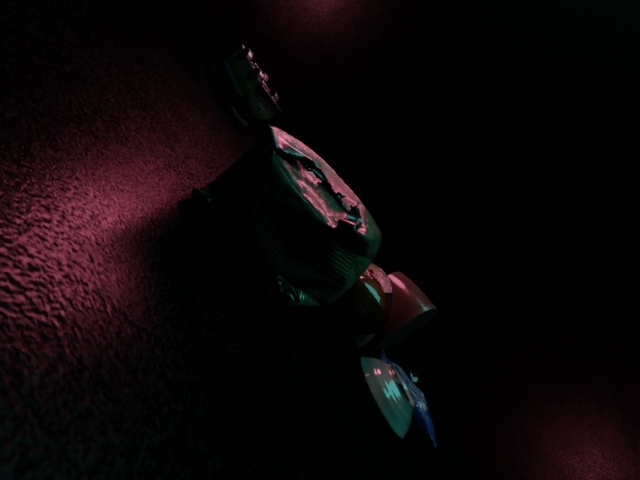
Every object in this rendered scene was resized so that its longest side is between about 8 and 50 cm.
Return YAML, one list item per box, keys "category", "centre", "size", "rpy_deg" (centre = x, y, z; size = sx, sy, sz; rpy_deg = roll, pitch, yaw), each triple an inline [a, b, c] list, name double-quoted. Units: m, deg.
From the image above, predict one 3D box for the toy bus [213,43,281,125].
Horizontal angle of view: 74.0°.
- category: "toy bus"
  centre: [-0.279, -0.569, 1.589]
  size: [0.143, 0.179, 0.305]
  rpy_deg: [48, 14, -54]

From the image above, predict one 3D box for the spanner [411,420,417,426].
- category: "spanner"
  centre: [0.357, 0.661, 1.661]
  size: [0.071, 0.018, 0.302]
  rpy_deg: [60, 7, 10]

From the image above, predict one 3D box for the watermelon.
- category: "watermelon"
  centre: [0.100, 0.202, 1.389]
  size: [0.212, 0.201, 0.261]
  rpy_deg: [-114, -145, -54]

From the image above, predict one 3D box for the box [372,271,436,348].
- category: "box"
  centre: [0.301, 0.280, 1.747]
  size: [0.216, 0.301, 0.301]
  rpy_deg: [58, 6, 25]

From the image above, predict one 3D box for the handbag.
- category: "handbag"
  centre: [-0.055, -0.042, 0.787]
  size: [0.340, 0.247, 0.240]
  rpy_deg: [49, 4, 7]

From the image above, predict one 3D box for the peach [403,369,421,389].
- category: "peach"
  centre: [0.363, 0.579, 1.732]
  size: [0.100, 0.101, 0.100]
  rpy_deg: [58, 8, -13]

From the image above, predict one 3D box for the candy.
- category: "candy"
  centre: [0.311, 0.554, 1.522]
  size: [0.331, 0.077, 0.187]
  rpy_deg: [51, 14, -1]

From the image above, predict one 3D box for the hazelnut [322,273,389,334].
- category: "hazelnut"
  centre: [0.095, 0.172, 1.185]
  size: [0.212, 0.181, 0.180]
  rpy_deg: [-34, -122, 57]

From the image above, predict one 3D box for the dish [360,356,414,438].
- category: "dish"
  centre: [0.222, 0.458, 1.300]
  size: [0.260, 0.085, 0.260]
  rpy_deg: [57, 8, -13]
